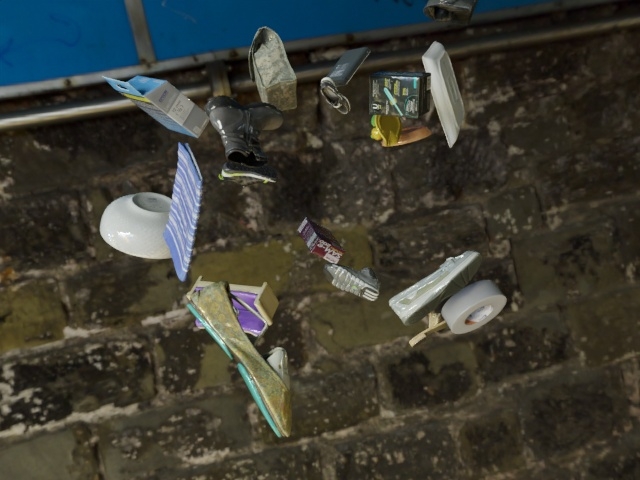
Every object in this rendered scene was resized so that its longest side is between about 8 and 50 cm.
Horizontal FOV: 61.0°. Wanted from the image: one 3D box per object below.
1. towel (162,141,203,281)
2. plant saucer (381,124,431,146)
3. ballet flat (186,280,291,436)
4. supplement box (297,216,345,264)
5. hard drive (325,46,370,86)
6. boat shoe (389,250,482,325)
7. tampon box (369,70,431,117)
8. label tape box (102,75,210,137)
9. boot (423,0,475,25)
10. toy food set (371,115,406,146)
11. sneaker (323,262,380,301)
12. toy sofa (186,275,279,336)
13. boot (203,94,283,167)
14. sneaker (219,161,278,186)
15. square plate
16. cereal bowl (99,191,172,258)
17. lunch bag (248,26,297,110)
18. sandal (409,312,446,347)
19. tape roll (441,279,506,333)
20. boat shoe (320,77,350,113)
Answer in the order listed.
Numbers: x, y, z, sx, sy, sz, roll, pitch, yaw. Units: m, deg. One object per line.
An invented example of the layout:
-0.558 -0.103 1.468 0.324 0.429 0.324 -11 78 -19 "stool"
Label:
-0.394 -0.080 1.549 0.040 0.336 0.243 0 35 -27 "towel"
0.334 -0.414 2.130 0.199 0.037 0.200 -14 16 4 "plant saucer"
-0.136 0.224 1.100 0.123 0.349 0.123 -35 -17 -12 "ballet flat"
0.000 0.000 2.218 0.130 0.073 0.239 28 13 -25 "supplement box"
0.072 -0.490 1.536 0.094 0.022 0.135 12 62 50 "hard drive"
0.361 0.131 1.690 0.320 0.103 0.118 -41 -34 2 "boat shoe"
0.240 -0.443 1.642 0.160 0.121 0.101 12 28 28 "tampon box"
-0.631 -0.551 2.103 0.249 0.115 0.347 23 -11 43 "label tape box"
0.553 -1.164 2.406 0.366 0.446 0.146 13 -15 31 "boot"
0.234 -0.423 1.990 0.071 0.128 0.218 -27 26 42 "toy food set"
0.125 0.132 2.050 0.086 0.228 0.132 -59 0 37 "sneaker"
-0.373 0.269 2.254 0.362 0.150 0.177 4 48 26 "toy sofa"
-0.218 -0.334 1.768 0.118 0.223 0.338 -35 -16 36 "boot"
-0.292 -0.262 2.208 0.234 0.084 0.097 9 -45 -14 "sneaker"
0.480 -0.568 2.065 0.049 0.344 0.347 -12 23 26 "square plate"
-0.622 -0.079 1.991 0.338 0.141 0.339 14 27 -8 "cereal bowl"
-0.213 -0.721 2.308 0.168 0.287 0.235 -18 -14 -7 "lunch bag"
0.430 0.315 2.094 0.240 0.079 0.088 -31 -26 -7 "sandal"
0.532 0.232 1.890 0.219 0.072 0.219 -18 -37 -14 "tape roll"
0.040 -0.382 1.468 0.046 0.038 0.125 -11 -40 28 "boat shoe"
